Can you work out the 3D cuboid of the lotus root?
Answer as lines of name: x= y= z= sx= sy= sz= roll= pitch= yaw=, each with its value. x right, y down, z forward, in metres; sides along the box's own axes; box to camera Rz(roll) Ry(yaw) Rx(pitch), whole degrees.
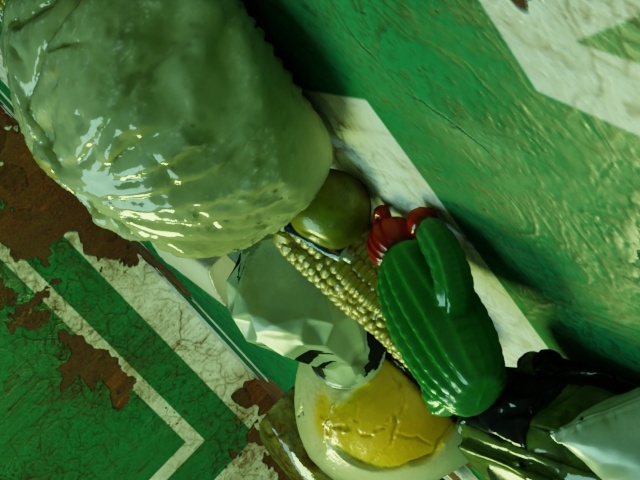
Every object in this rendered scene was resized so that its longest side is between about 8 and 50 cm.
lotus root: x=0.073 y=0.392 z=2.019 sx=0.346 sy=0.250 sz=0.250 roll=38 pitch=167 yaw=16

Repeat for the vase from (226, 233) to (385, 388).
vase: x=-0.004 y=0.101 z=1.461 sx=0.165 sy=0.165 sz=0.360 roll=40 pitch=174 yaw=22

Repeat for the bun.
bun: x=-0.165 y=-0.128 z=1.064 sx=0.352 sy=0.227 sz=0.349 roll=46 pitch=170 yaw=2

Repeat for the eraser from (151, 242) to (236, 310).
eraser: x=-0.215 y=0.044 z=2.121 sx=0.270 sy=0.095 sz=0.174 roll=29 pitch=160 yaw=50

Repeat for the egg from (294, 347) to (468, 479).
egg: x=0.067 y=0.285 z=1.754 sx=0.337 sy=0.201 sz=0.337 roll=45 pitch=169 yaw=11

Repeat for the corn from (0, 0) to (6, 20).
corn: x=-0.488 y=-0.385 z=1.652 sx=0.203 sy=0.072 sz=0.072 roll=47 pitch=168 yaw=-13

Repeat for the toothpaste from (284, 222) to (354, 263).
toothpaste: x=0.000 y=0.000 z=1.187 sx=0.083 sy=0.027 sz=0.019 roll=32 pitch=149 yaw=13

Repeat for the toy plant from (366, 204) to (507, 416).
toy plant: x=0.104 y=0.052 z=1.049 sx=0.154 sy=0.088 sz=0.240 roll=119 pitch=139 yaw=-65

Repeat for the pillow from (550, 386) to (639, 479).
pillow: x=0.304 y=0.205 z=0.849 sx=0.254 sy=0.144 sz=0.078 roll=50 pitch=-162 yaw=-16

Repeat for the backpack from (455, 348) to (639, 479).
backpack: x=0.259 y=0.207 z=1.015 sx=0.207 sy=0.140 sz=0.253 roll=49 pitch=159 yaw=-26

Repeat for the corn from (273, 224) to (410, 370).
corn: x=0.061 y=0.055 z=1.233 sx=0.291 sy=0.101 sz=0.101 roll=45 pitch=168 yaw=9

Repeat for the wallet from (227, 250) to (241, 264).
wallet: x=-0.159 y=-0.089 z=1.555 sx=0.342 sy=0.075 sz=0.237 roll=47 pitch=162 yaw=-1

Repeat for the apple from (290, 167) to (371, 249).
apple: x=0.007 y=-0.033 z=1.147 sx=0.089 sy=0.074 sz=0.089 roll=24 pitch=166 yaw=6
